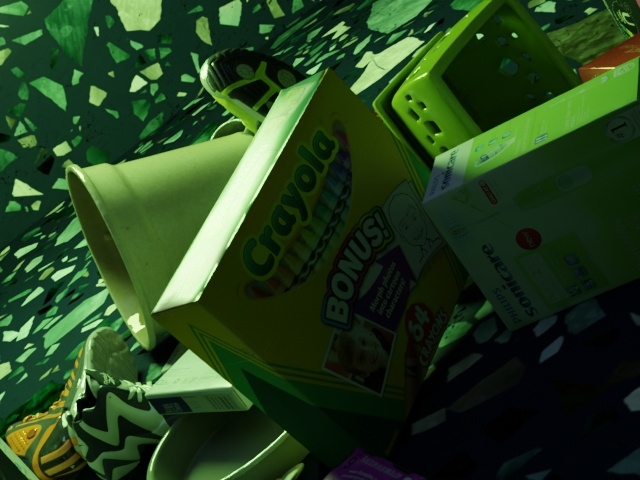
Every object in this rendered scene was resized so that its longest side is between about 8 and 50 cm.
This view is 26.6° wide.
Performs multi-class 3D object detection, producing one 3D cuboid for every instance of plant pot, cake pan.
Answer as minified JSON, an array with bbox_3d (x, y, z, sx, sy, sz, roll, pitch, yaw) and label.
[{"bbox_3d":[0.228,-0.207,2.040,0.227,0.228,0.207,-48,17,-29],"label":"plant pot"},{"bbox_3d":[-0.097,0.249,1.778,0.293,0.054,0.293,-32,20,13],"label":"cake pan"},{"bbox_3d":[-0.219,-0.029,2.267,0.305,0.334,0.334,-25,16,-16],"label":"plant pot"}]

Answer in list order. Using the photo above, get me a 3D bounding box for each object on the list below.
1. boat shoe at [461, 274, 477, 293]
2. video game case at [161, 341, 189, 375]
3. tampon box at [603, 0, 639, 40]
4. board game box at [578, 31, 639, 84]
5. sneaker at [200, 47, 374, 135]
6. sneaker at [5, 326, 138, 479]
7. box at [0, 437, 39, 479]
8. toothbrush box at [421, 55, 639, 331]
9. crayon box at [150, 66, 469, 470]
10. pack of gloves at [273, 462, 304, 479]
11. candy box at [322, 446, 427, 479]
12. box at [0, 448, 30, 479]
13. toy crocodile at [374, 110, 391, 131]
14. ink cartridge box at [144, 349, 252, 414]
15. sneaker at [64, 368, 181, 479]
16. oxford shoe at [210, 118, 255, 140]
[{"bbox_3d":[0.232,-0.034,1.809,0.257,0.095,0.095,-40,19,-10],"label":"boat shoe"},{"bbox_3d":[-0.175,0.151,2.195,0.143,0.019,0.157,-23,22,32],"label":"video game case"},{"bbox_3d":[0.512,-0.347,2.019,0.101,0.120,0.161,-36,19,-1],"label":"tampon box"},{"bbox_3d":[0.540,-0.274,1.804,0.316,0.064,0.242,-31,17,-19],"label":"board game box"},{"bbox_3d":[-0.051,-0.188,2.290,0.147,0.384,0.145,-34,38,42],"label":"sneaker"},{"bbox_3d":[-0.408,0.265,2.167,0.180,0.124,0.321,-28,21,19],"label":"sneaker"},{"bbox_3d":[-0.467,0.363,1.918,0.114,0.203,0.103,-38,19,-4],"label":"box"},{"bbox_3d":[0.295,-0.049,1.574,0.283,0.206,0.122,-25,23,28],"label":"toothbrush box"},{"bbox_3d":[0.013,0.035,1.604,0.106,0.313,0.363,-15,39,47],"label":"crayon box"},{"bbox_3d":[-0.103,0.349,1.549,0.195,0.046,0.232,-36,-1,8],"label":"pack of gloves"},{"bbox_3d":[0.008,0.328,1.390,0.233,0.071,0.159,-43,19,-16],"label":"candy box"},{"bbox_3d":[-0.519,0.388,1.545,0.297,0.472,0.480,-35,19,2],"label":"box"},{"bbox_3d":[0.077,-0.155,2.198,0.340,0.105,0.115,-37,18,-20],"label":"toy crocodile"},{"bbox_3d":[-0.109,0.151,1.876,0.223,0.045,0.224,-11,30,51],"label":"ink cartridge box"},{"bbox_3d":[-0.272,0.224,1.984,0.235,0.153,0.094,-38,20,-5],"label":"sneaker"},{"bbox_3d":[-0.194,-0.113,2.677,0.169,0.130,0.449,-28,22,19],"label":"oxford shoe"}]
